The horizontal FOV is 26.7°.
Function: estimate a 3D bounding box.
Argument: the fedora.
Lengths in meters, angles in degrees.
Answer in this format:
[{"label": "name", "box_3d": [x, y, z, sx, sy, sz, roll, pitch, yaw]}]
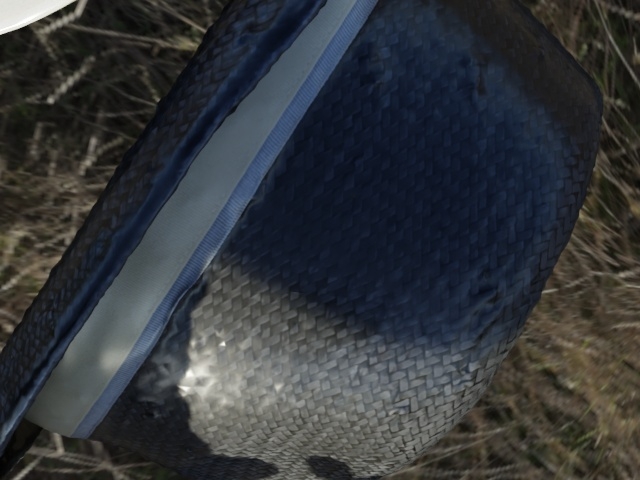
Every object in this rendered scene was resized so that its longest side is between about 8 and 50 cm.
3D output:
[{"label": "fedora", "box_3d": [0.000, 0.000, 0.537, 0.152, 0.334, 0.334, 34, 97, -4]}]

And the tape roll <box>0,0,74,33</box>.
[{"label": "tape roll", "box_3d": [-0.206, -0.280, 0.608, 0.391, 0.072, 0.392, 7, 115, 14]}]
